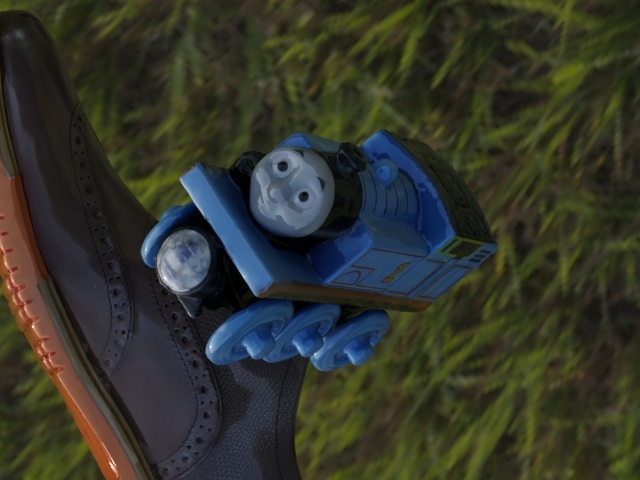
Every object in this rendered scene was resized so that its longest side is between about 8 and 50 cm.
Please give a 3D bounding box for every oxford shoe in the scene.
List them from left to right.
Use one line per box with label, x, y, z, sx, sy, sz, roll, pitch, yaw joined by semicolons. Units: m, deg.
oxford shoe;-0.084;0.041;0.996;0.130;0.133;0.363;-172;61;-79

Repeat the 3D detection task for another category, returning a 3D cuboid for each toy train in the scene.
toy train;0.000;0.000;0.853;0.105;0.184;0.080;-42;69;17
